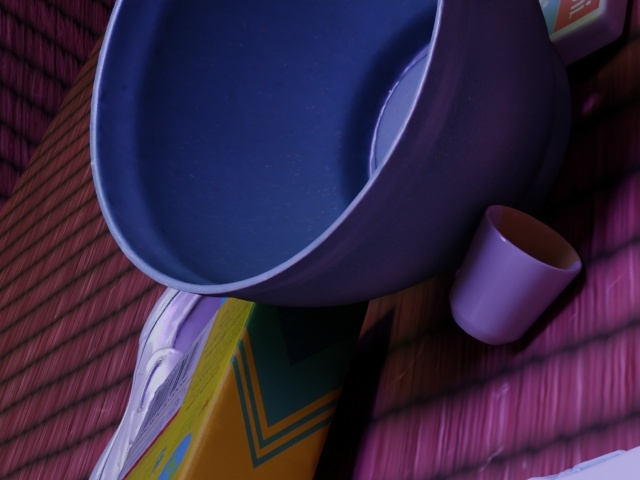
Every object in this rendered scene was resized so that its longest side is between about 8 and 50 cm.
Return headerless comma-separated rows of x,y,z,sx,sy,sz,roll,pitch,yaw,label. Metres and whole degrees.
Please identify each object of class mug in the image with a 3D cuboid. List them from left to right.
0.109,0.024,1.057,0.062,0.078,0.064,50,119,40,mug

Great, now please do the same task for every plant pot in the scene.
0.028,-0.087,1.141,0.293,0.196,0.293,-20,61,41,plant pot

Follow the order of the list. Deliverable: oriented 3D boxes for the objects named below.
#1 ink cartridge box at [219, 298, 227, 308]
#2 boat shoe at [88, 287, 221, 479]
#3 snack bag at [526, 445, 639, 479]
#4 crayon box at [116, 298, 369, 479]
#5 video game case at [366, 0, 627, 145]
0.000,0.000,1.396,0.180,0.060,0.104,-48,19,29,ink cartridge box
-0.107,0.128,1.465,0.076,0.083,0.226,9,78,60,boat shoe
0.136,0.178,0.675,0.323,0.037,0.342,-35,26,49,snack bag
-0.077,0.165,1.202,0.202,0.081,0.318,-51,11,38,crayon box
0.097,-0.145,1.323,0.285,0.025,0.204,-27,29,32,video game case
